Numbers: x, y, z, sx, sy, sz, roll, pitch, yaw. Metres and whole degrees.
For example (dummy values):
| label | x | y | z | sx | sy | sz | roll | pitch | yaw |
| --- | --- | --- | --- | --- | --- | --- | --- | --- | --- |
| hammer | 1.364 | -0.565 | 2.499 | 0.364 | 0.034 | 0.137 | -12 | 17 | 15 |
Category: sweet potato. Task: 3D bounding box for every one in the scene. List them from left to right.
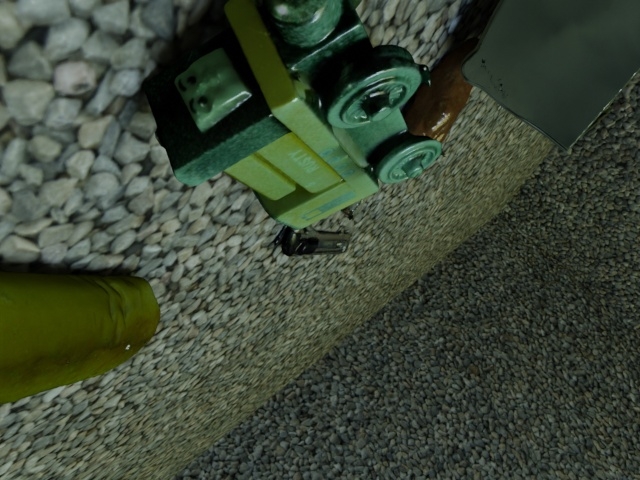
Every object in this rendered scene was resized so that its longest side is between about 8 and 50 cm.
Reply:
| label | x | y | z | sx | sy | sz | roll | pitch | yaw |
| --- | --- | --- | --- | --- | --- | --- | --- | --- | --- |
| sweet potato | 0.223 | -0.261 | 0.928 | 0.251 | 0.097 | 0.097 | -59 | 158 | 17 |

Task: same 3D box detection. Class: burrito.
| label | x | y | z | sx | sy | sz | roll | pitch | yaw |
| --- | --- | --- | --- | --- | --- | --- | --- | --- | --- |
| burrito | 0.086 | -0.098 | 1.068 | 0.149 | 0.041 | 0.055 | -55 | 172 | 31 |

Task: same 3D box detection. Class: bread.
| label | x | y | z | sx | sy | sz | roll | pitch | yaw |
| --- | --- | --- | --- | --- | --- | --- | --- | --- | --- |
| bread | -0.328 | 0.115 | 0.547 | 0.166 | 0.112 | 0.384 | -47 | 162 | 9 |

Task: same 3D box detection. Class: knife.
| label | x | y | z | sx | sy | sz | roll | pitch | yaw |
| --- | --- | --- | --- | --- | --- | --- | --- | --- | --- |
| knife | 0.004 | 0.005 | 1.122 | 0.089 | 0.043 | 0.365 | -47 | 162 | 13 |

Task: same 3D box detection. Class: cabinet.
| label | x | y | z | sx | sy | sz | roll | pitch | yaw |
| --- | --- | --- | --- | --- | --- | --- | --- | --- | --- |
| cabinet | 0.451 | -0.357 | 0.823 | 0.318 | 0.227 | 0.289 | -29 | 156 | -45 |

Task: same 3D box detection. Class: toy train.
| label | x | y | z | sx | sy | sz | roll | pitch | yaw |
| --- | --- | --- | --- | --- | --- | --- | --- | --- | --- |
| toy train | -0.007 | -0.134 | 0.565 | 0.254 | 0.160 | 0.397 | -26 | 165 | 13 |
